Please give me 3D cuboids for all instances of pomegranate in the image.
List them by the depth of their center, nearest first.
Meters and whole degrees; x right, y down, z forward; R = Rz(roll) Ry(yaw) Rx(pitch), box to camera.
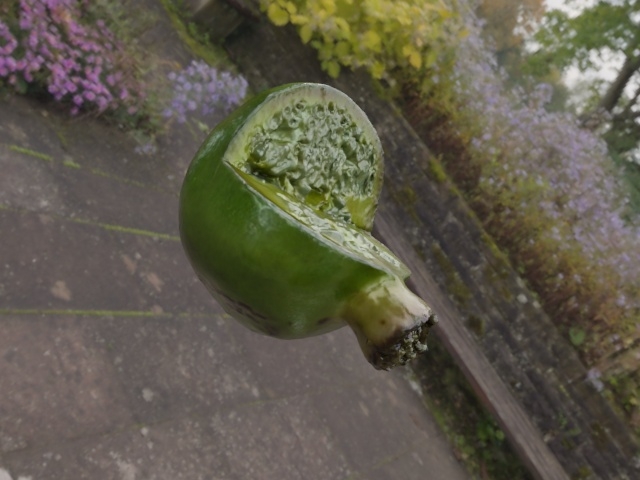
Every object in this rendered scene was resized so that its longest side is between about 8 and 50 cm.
[{"bbox_3d":[-0.012,0.004,0.412,0.143,0.122,0.169,14,53,-65],"label":"pomegranate"}]
